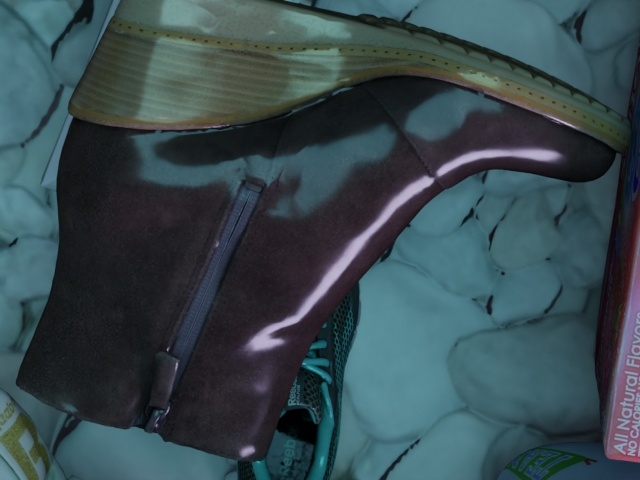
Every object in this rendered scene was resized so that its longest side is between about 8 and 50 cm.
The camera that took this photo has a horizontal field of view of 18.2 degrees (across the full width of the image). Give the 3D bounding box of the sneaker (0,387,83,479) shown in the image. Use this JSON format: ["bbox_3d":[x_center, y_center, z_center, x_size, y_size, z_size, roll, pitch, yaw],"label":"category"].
[{"bbox_3d":[-0.103,0.143,0.899,0.292,0.108,0.169,-10,113,8],"label":"sneaker"}]

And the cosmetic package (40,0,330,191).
[{"bbox_3d":[-0.047,-0.120,0.953,0.099,0.060,0.239,21,91,-6],"label":"cosmetic package"}]

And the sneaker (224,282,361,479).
[{"bbox_3d":[-0.009,0.063,0.961,0.065,0.076,0.166,2,93,-7],"label":"sneaker"}]

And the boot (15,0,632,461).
[{"bbox_3d":[0.000,0.000,0.906,0.248,0.090,0.207,13,100,-7],"label":"boot"}]

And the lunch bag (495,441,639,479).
[{"bbox_3d":[0.181,0.243,0.957,0.243,0.115,0.303,8,105,-4],"label":"lunch bag"}]

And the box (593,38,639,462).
[{"bbox_3d":[0.215,-0.053,0.904,0.142,0.154,0.300,8,106,4],"label":"box"}]
